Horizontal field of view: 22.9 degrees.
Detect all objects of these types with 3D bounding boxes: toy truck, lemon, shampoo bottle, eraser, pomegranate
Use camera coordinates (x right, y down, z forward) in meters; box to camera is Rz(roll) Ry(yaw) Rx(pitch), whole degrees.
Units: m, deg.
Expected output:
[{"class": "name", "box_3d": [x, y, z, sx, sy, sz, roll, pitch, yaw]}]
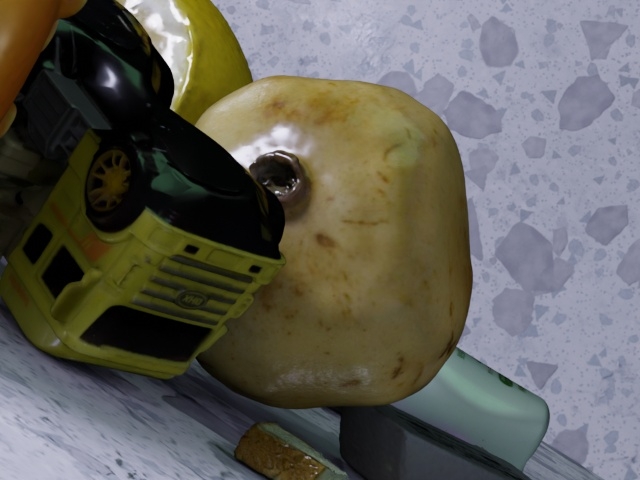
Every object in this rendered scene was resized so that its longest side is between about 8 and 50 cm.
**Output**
[{"class": "toy truck", "box_3d": [-0.217, -0.055, 1.361, 0.180, 0.254, 0.405, 15, 26, -47]}, {"class": "lemon", "box_3d": [-0.225, -0.118, 1.704, 0.364, 0.364, 0.364, 32, 2, -1]}, {"class": "shampoo bottle", "box_3d": [0.104, 0.177, 1.968, 0.349, 0.151, 0.222, 31, 4, 1]}, {"class": "eraser", "box_3d": [0.145, 0.255, 1.662, 0.352, 0.077, 0.111, 31, 1, -42]}, {"class": "pomegranate", "box_3d": [0.000, 0.000, 1.492, 0.332, 0.333, 0.332, 32, 2, -1]}]

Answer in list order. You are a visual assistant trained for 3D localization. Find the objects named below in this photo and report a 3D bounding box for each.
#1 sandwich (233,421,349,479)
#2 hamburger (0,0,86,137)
[{"class": "sandwich", "box_3d": [-0.021, 0.187, 1.327, 0.093, 0.036, 0.105, 31, 0, 7]}, {"class": "hamburger", "box_3d": [-0.332, -0.212, 1.166, 0.277, 0.396, 0.396, 26, 4, -26]}]
